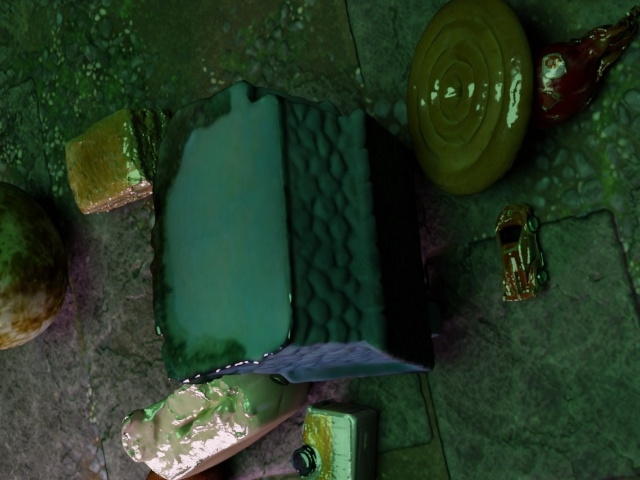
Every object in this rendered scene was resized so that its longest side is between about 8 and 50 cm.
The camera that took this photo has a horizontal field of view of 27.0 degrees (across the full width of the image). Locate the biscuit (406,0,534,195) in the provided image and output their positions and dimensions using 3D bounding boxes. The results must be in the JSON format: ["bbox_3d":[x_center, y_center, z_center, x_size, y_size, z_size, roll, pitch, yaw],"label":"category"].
[{"bbox_3d":[0.177,-0.183,1.664,0.262,0.037,0.262,-1,89,61],"label":"biscuit"}]

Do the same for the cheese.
[{"bbox_3d":[-0.143,0.238,1.879,0.266,0.233,0.127,-39,78,36],"label":"cheese"}]

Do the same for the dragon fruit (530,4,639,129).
[{"bbox_3d":[0.302,-0.214,1.589,0.190,0.094,0.094,-49,63,24],"label":"dragon fruit"}]

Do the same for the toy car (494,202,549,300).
[{"bbox_3d":[0.248,0.014,1.670,0.059,0.035,0.122,-13,85,43],"label":"toy car"}]

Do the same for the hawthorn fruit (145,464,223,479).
[{"bbox_3d":[-0.204,0.373,1.987,0.125,0.140,0.125,-1,77,5],"label":"hawthorn fruit"}]

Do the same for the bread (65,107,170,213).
[{"bbox_3d":[-0.320,-0.122,2.090,0.196,0.102,0.138,-15,79,40],"label":"bread"}]

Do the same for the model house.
[{"bbox_3d":[0.000,0.000,1.706,0.297,0.339,0.360,-25,65,50],"label":"model house"}]

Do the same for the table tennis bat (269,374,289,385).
[{"bbox_3d":[-0.008,0.089,1.809,0.131,0.022,0.234,22,69,16],"label":"table tennis bat"}]

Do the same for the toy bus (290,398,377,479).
[{"bbox_3d":[0.021,0.357,1.836,0.106,0.092,0.268,4,93,29],"label":"toy bus"}]

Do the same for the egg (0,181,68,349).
[{"bbox_3d":[-0.535,0.037,2.182,0.238,0.238,0.290,-27,64,37],"label":"egg"}]
